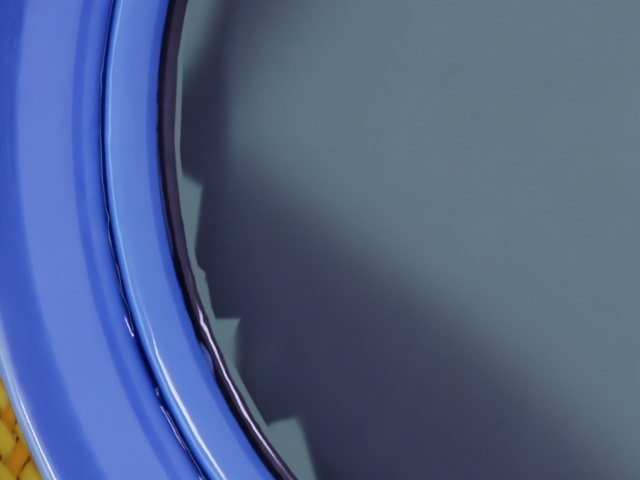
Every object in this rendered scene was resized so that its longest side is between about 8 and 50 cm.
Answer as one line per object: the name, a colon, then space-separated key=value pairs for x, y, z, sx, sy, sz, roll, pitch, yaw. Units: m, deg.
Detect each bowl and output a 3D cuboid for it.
bowl: x=0.085 y=-0.025 z=0.516 sx=0.391 sy=0.077 sz=0.391 roll=3 pitch=97 yaw=25

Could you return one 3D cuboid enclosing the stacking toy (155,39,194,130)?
stacking toy: x=0.000 y=0.000 z=0.683 sx=0.302 sy=0.166 sz=0.175 roll=47 pitch=115 yaw=11
